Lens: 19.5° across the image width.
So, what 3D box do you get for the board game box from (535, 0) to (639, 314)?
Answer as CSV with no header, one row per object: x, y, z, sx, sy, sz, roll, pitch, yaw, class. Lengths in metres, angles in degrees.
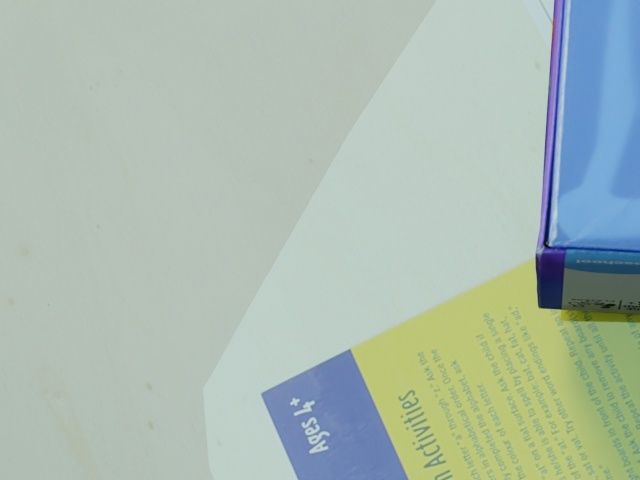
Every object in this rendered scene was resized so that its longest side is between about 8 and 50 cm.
0.181,-0.151,0.463,0.233,0.078,0.347,4,79,7,board game box

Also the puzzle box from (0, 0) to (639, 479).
0.000,0.000,0.544,0.272,0.052,0.409,-27,77,11,puzzle box
